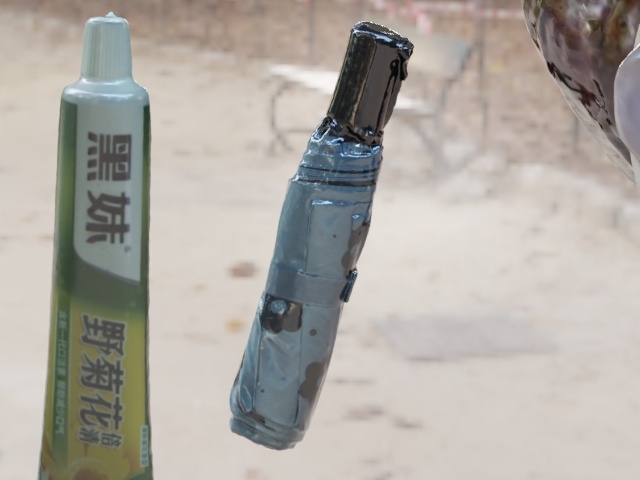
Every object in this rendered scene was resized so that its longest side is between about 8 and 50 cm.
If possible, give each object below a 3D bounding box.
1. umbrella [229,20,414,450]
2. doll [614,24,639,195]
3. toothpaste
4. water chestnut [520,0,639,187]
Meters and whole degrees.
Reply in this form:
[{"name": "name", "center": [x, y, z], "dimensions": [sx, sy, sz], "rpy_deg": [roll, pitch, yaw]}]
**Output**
[{"name": "umbrella", "center": [-0.002, -0.001, 1.112], "dimensions": [0.053, 0.250, 0.052], "rpy_deg": [12, 14, -11]}, {"name": "doll", "center": [0.240, -0.072, 0.519], "dimensions": [0.370, 0.215, 0.226], "rpy_deg": [-28, 49, -36]}, {"name": "toothpaste", "center": [-0.079, 0.019, 0.716], "dimensions": [0.049, 0.204, 0.031], "rpy_deg": [4, 17, -1]}, {"name": "water chestnut", "center": [0.239, -0.121, 0.927], "dimensions": [0.289, 0.244, 0.289], "rpy_deg": [-27, -2, -1]}]
